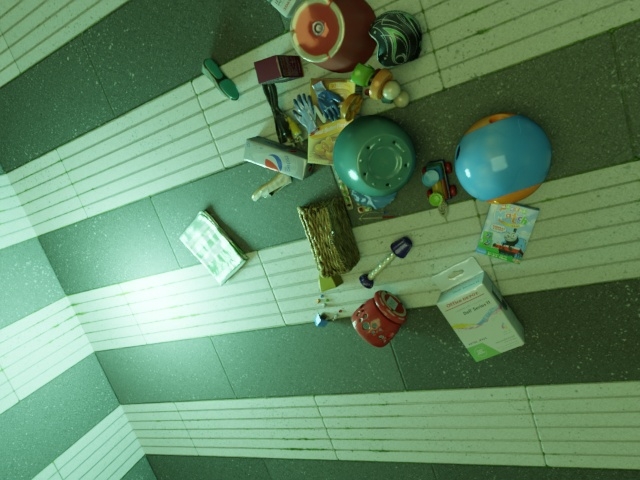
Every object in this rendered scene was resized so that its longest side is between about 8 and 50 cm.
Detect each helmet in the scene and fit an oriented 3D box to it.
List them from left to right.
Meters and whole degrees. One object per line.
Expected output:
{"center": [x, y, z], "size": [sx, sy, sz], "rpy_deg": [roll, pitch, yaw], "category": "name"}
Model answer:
{"center": [0.249, -0.676, 1.509], "size": [0.169, 0.169, 0.162], "rpy_deg": [0, 126, 24], "category": "helmet"}

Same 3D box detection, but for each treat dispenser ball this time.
{"center": [0.576, -0.259, 1.448], "size": [0.288, 0.288, 0.288], "rpy_deg": [9, 113, 21], "category": "treat dispenser ball"}

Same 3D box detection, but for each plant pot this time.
{"center": [0.037, 0.167, 1.983], "size": [0.081, 0.081, 0.083], "rpy_deg": [-21, 91, 29], "category": "plant pot"}
{"center": [0.034, -0.709, 1.546], "size": [0.274, 0.243, 0.275], "rpy_deg": [8, 112, 21], "category": "plant pot"}
{"center": [0.197, -0.282, 1.580], "size": [0.292, 0.235, 0.293], "rpy_deg": [-1, 107, -3], "category": "plant pot"}
{"center": [0.253, 0.318, 1.881], "size": [0.191, 0.191, 0.174], "rpy_deg": [43, 115, 4], "category": "plant pot"}

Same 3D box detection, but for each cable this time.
{"center": [-0.157, -0.505, 1.818], "size": [0.139, 0.072, 0.287], "rpy_deg": [-12, 102, 64], "category": "cable"}

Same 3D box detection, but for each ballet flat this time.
{"center": [-0.414, -0.654, 1.885], "size": [0.213, 0.072, 0.068], "rpy_deg": [52, 148, -1], "category": "ballet flat"}

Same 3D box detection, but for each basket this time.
{"center": [0.000, 0.000, 1.855], "size": [0.222, 0.213, 0.299], "rpy_deg": [-10, 105, 27], "category": "basket"}

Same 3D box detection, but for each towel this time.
{"center": [-0.524, 0.039, 2.213], "size": [0.325, 0.038, 0.248], "rpy_deg": [48, 122, 1], "category": "towel"}

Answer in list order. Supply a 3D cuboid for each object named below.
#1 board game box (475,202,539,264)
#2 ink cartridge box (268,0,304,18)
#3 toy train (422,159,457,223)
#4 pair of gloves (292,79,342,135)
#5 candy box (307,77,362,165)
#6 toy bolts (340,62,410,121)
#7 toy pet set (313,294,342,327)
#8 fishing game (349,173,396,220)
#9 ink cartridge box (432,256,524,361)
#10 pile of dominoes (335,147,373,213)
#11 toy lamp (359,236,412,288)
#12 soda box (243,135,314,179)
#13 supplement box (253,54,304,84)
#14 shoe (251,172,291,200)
{"center": [0.669, -0.034, 1.638], "size": [0.160, 0.039, 0.212], "rpy_deg": [17, 115, 18], "category": "board game box"}
{"center": [-0.138, -0.927, 1.630], "size": [0.208, 0.087, 0.153], "rpy_deg": [43, 121, 3], "category": "ink cartridge box"}
{"center": [0.429, -0.155, 1.639], "size": [0.105, 0.143, 0.248], "rpy_deg": [-8, 106, 27], "category": "toy train"}
{"center": [-0.012, -0.491, 1.677], "size": [0.198, 0.023, 0.159], "rpy_deg": [-25, 95, 32], "category": "pair of gloves"}
{"center": [0.053, -0.447, 1.724], "size": [0.182, 0.087, 0.317], "rpy_deg": [10, 111, 21], "category": "candy box"}
{"center": [0.202, -0.486, 1.565], "size": [0.158, 0.228, 0.218], "rpy_deg": [36, 123, 17], "category": "toy bolts"}
{"center": [0.014, 0.332, 2.064], "size": [0.122, 0.065, 0.114], "rpy_deg": [38, 120, 8], "category": "toy pet set"}
{"center": [0.204, -0.211, 1.752], "size": [0.189, 0.041, 0.264], "rpy_deg": [-4, 99, 6], "category": "fishing game"}
{"center": [0.592, 0.263, 1.741], "size": [0.207, 0.119, 0.354], "rpy_deg": [-34, 94, 31], "category": "ink cartridge box"}
{"center": [0.157, -0.236, 1.792], "size": [0.195, 0.040, 0.251], "rpy_deg": [-12, 105, 28], "category": "pile of dominoes"}
{"center": [0.267, 0.090, 1.848], "size": [0.080, 0.080, 0.275], "rpy_deg": [42, 121, 5], "category": "toy lamp"}
{"center": [-0.169, -0.342, 1.867], "size": [0.286, 0.098, 0.091], "rpy_deg": [21, 117, 15], "category": "soda box"}
{"center": [-0.151, -0.635, 1.690], "size": [0.104, 0.188, 0.081], "rpy_deg": [-6, 107, 26], "category": "supplement box"}
{"center": [-0.210, -0.222, 1.944], "size": [0.219, 0.076, 0.058], "rpy_deg": [-33, 89, 29], "category": "shoe"}
